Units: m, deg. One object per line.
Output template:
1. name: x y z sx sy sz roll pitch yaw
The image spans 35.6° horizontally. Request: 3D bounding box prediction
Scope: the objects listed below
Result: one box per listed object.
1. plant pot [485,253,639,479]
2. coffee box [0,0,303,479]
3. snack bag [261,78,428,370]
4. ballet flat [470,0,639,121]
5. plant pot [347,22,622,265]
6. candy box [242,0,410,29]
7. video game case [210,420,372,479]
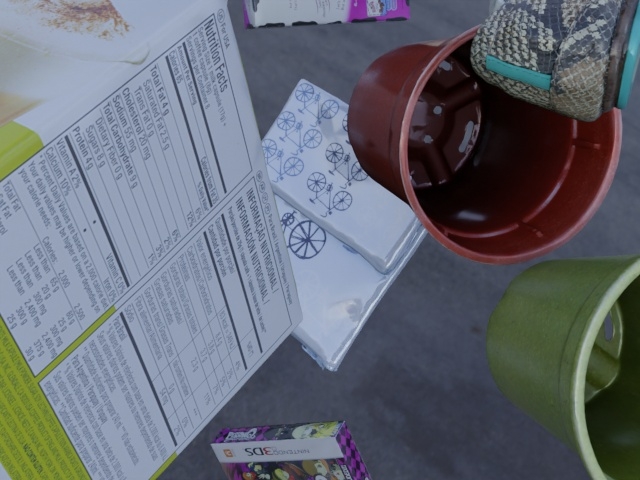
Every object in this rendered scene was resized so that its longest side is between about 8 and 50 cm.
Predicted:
1. plant pot: 0.302 0.117 0.998 0.276 0.276 0.254 14 0 -20
2. coffee box: -0.260 -0.006 0.754 0.338 0.338 0.334 23 54 31
3. snack bag: -0.006 -0.030 1.470 0.323 0.342 0.037 37 7 31
4. ballet flat: 0.273 -0.285 0.969 0.182 0.164 0.483 18 46 23
5. plant pot: 0.170 -0.134 1.200 0.272 0.272 0.265 13 8 -21
6. candy box: 0.005 -0.385 1.416 0.233 0.159 0.071 -6 10 -17
7. video game case: -0.017 0.354 1.363 0.210 0.232 0.042 -10 23 33
